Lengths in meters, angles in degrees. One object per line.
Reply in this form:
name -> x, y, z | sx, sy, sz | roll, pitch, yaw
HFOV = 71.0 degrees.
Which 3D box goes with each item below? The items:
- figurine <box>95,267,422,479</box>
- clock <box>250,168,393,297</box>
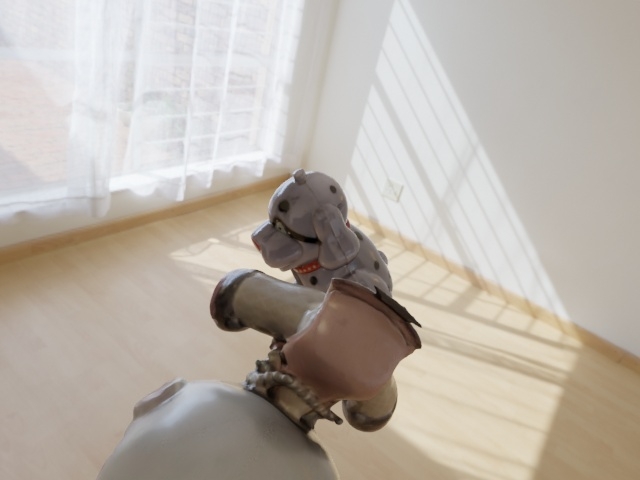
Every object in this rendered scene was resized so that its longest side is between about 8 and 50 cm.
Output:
figurine -> -0.070, 0.203, 0.427 | 0.253, 0.211, 0.361 | 34, 70, 2
clock -> -0.001, 0.004, 0.702 | 0.188, 0.254, 0.189 | -16, 42, 15
